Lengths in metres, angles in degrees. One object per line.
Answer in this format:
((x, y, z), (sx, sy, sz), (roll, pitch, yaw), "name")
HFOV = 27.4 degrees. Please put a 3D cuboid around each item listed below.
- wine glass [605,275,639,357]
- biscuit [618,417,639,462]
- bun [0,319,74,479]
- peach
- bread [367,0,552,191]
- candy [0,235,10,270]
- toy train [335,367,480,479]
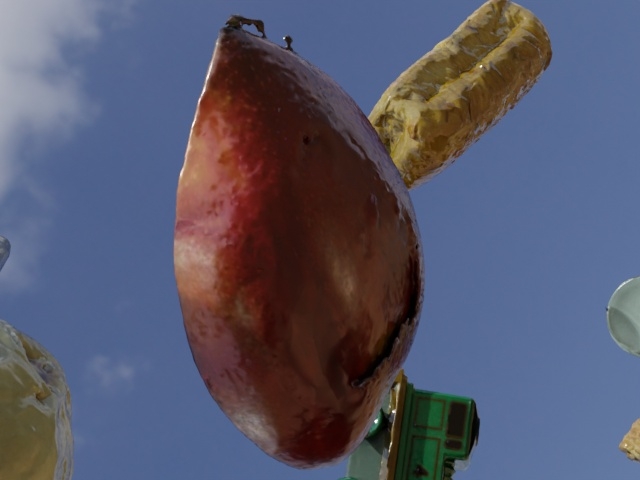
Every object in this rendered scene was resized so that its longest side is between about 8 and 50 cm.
((0.287, 0.059, 1.061), (0.155, 0.073, 0.073), (4, -68, -63), "wine glass")
((0.415, 0.211, 1.404), (0.033, 0.224, 0.144), (40, -97, -19), "biscuit")
((-0.437, 0.212, 1.685), (0.202, 0.364, 0.364), (-40, -38, 5), "bun")
((0.003, 0.001, 0.769), (0.189, 0.068, 0.279), (-33, -65, -41), "peach")
((0.117, -0.123, 1.134), (0.211, 0.083, 0.114), (-41, -8, -35), "bread")
((-0.373, 0.042, 1.260), (0.104, 0.234, 0.102), (25, -80, -9), "candy")
((0.080, 0.218, 1.250), (0.091, 0.136, 0.228), (76, -160, -68), "toy train")
